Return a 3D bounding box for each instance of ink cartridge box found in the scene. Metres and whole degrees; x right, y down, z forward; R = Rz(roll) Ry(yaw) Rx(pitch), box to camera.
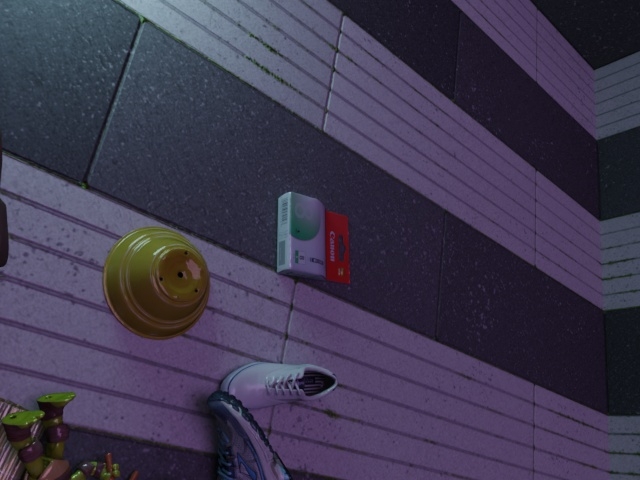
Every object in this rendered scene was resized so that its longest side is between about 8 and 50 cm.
[{"bbox_3d":[0.000,0.000,1.399,0.225,0.056,0.181,12,70,-38],"label":"ink cartridge box"}]

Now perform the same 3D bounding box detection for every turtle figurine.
[{"bbox_3d":[-0.400,0.347,0.911,0.269,0.087,0.217,-17,104,-56],"label":"turtle figurine"}]

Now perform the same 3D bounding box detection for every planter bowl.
[{"bbox_3d":[-0.276,0.070,1.102,0.217,0.090,0.217,13,70,-39],"label":"planter bowl"}]

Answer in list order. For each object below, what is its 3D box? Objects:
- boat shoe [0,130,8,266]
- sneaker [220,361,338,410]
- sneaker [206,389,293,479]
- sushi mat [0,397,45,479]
[{"bbox_3d":[-0.543,-0.107,0.896,0.104,0.111,0.307,-5,81,-44],"label":"boat shoe"},{"bbox_3d":[-0.077,0.287,1.217,0.258,0.091,0.094,0,78,-40],"label":"sneaker"},{"bbox_3d":[-0.144,0.408,1.104,0.122,0.110,0.283,-32,106,-13],"label":"sneaker"},{"bbox_3d":[-0.521,0.374,0.841,0.151,0.019,0.316,35,57,-29],"label":"sushi mat"}]
